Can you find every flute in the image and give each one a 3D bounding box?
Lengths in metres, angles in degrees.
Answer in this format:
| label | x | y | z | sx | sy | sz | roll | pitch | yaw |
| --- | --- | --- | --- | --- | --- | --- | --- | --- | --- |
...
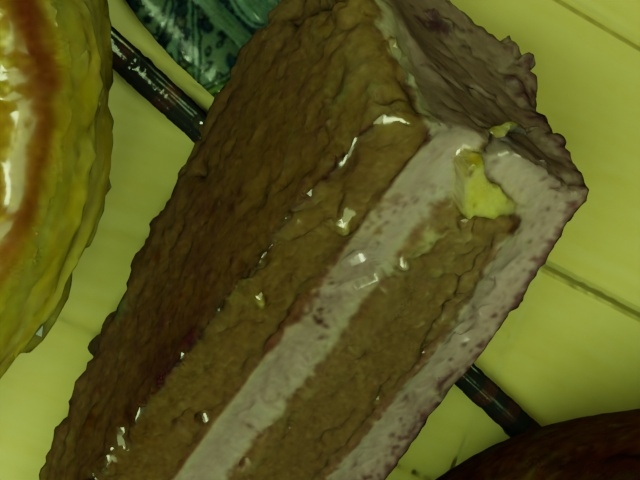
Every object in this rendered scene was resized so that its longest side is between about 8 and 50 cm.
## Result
| label | x | y | z | sx | sy | sz | roll | pitch | yaw |
| --- | --- | --- | --- | --- | --- | --- | --- | --- | --- |
| flute | 0.000 | 0.000 | 0.737 | 0.269 | 0.014 | 0.014 | 43 | 78 | -22 |

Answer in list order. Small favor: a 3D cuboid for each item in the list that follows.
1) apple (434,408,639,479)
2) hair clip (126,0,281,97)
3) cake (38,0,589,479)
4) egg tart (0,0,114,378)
| label | x | y | z | sx | sy | sz | roll | pitch | yaw |
| --- | --- | --- | --- | --- | --- | --- | --- | --- | --- |
| apple | 0.173 | 0.245 | 0.695 | 0.374 | 0.374 | 0.384 | 0 | 60 | -24 |
| hair clip | -0.042 | -0.102 | 0.694 | 0.066 | 0.036 | 0.229 | -47 | 118 | -9 |
| cake | -0.011 | 0.043 | 0.681 | 0.116 | 0.113 | 0.295 | 22 | 102 | -27 |
| egg tart | -0.207 | -0.046 | 0.584 | 0.294 | 0.116 | 0.295 | -1 | 93 | -25 |
